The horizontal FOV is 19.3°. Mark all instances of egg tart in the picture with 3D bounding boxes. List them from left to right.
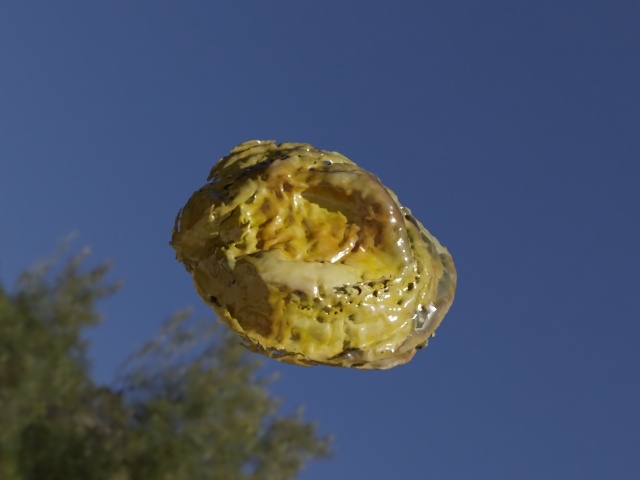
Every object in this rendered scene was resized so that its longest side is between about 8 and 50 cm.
[{"bbox_3d":[0.000,0.000,1.884,0.297,0.297,0.132,34,-43,13],"label":"egg tart"}]
